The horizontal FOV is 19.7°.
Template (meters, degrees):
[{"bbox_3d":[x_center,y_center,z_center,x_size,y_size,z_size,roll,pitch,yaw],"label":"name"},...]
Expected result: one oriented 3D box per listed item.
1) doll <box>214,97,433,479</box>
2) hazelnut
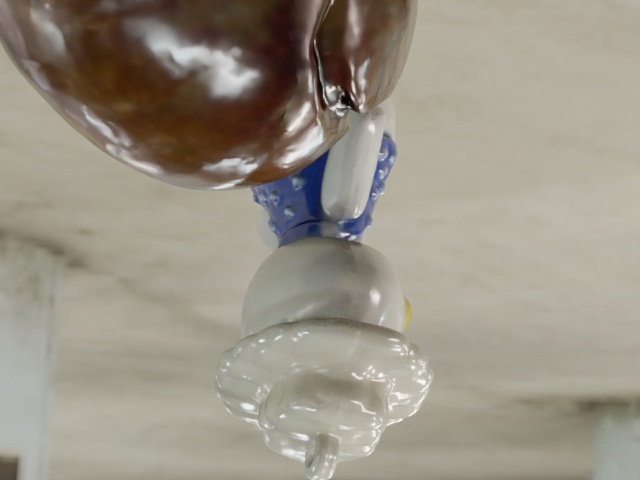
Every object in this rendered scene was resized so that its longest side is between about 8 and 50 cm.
[{"bbox_3d":[0.000,0.000,1.031,0.119,0.293,0.138,16,142,-24],"label":"doll"},{"bbox_3d":[-0.054,-0.140,0.858,0.218,0.234,0.218,-2,-176,0],"label":"hazelnut"}]
